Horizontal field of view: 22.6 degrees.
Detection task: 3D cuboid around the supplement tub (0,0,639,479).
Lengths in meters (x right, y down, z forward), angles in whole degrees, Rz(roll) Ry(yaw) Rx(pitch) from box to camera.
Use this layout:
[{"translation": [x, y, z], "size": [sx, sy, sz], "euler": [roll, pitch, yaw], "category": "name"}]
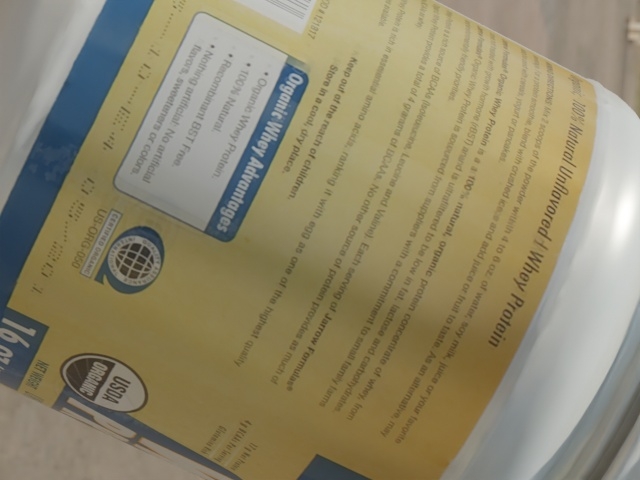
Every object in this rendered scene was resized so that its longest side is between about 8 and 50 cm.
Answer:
[{"translation": [0.000, 0.000, 0.435], "size": [0.144, 0.199, 0.144], "euler": [-62, -173, 14], "category": "supplement tub"}]
